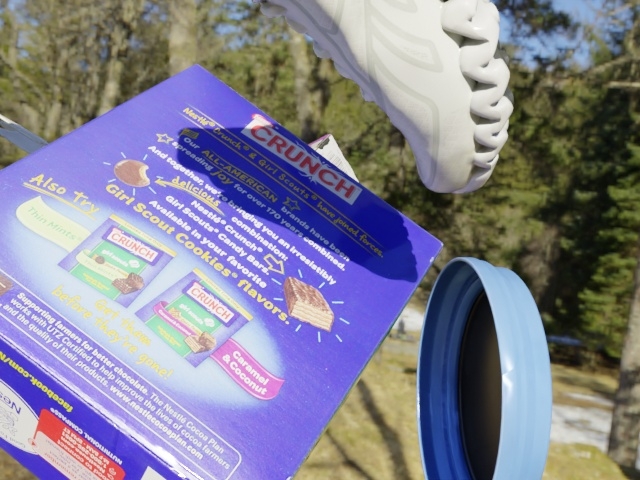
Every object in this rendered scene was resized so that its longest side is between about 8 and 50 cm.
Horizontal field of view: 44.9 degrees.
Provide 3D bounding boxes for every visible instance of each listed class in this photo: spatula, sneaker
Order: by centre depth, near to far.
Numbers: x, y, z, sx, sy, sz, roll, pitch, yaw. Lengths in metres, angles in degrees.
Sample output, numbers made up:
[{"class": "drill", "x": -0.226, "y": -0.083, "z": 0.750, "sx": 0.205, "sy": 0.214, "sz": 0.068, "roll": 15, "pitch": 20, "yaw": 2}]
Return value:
[{"class": "sneaker", "x": 0.021, "y": -0.133, "z": 0.387, "sx": 0.118, "sy": 0.292, "sz": 0.110, "roll": -20, "pitch": 43, "yaw": 5}, {"class": "spatula", "x": -0.377, "y": -0.114, "z": 1.156, "sx": 0.242, "sy": 0.019, "sz": 0.168, "roll": 33, "pitch": -1, "yaw": -24}]

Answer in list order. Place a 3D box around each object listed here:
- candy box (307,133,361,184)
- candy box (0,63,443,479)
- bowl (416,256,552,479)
[{"class": "candy box", "x": 0.000, "y": 0.000, "z": 1.022, "sx": 0.159, "sy": 0.233, "sz": 0.071, "roll": -24, "pitch": 17, "yaw": 31}, {"class": "candy box", "x": -0.089, "y": 0.035, "z": 0.563, "sx": 0.268, "sy": 0.122, "sz": 0.317, "roll": 36, "pitch": 41, "yaw": 6}, {"class": "bowl", "x": 0.228, "y": 0.222, "z": 1.133, "sx": 0.077, "sy": 0.391, "sz": 0.391, "roll": 4, "pitch": 2, "yaw": -8}]
